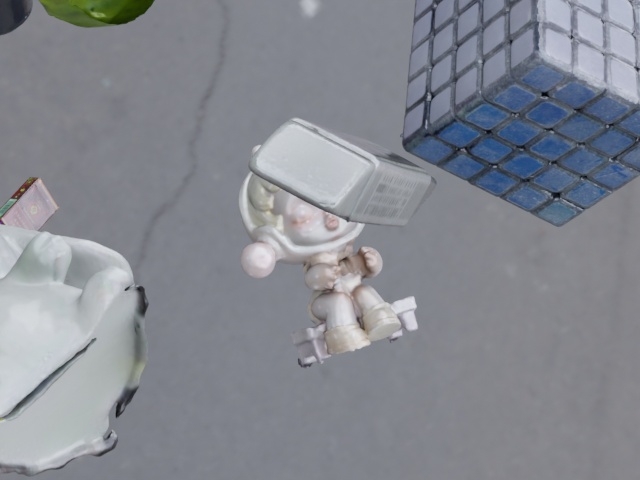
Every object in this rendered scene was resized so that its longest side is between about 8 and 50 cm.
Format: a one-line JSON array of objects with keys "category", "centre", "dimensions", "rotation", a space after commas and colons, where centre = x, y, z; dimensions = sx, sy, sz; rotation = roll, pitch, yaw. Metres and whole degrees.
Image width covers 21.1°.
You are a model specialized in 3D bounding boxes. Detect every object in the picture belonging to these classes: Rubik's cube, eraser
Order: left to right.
[{"category": "eraser", "centre": [0.027, -0.057, 1.482], "dimensions": [0.089, 0.061, 0.352], "rotation": [27, 5, 13]}, {"category": "Rubik's cube", "centre": [0.253, -0.193, 1.887], "dimensions": [0.237, 0.237, 0.238], "rotation": [24, 53, -27]}]

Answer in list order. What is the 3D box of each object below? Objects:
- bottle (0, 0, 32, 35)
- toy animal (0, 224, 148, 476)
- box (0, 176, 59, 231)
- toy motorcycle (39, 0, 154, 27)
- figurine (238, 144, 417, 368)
[{"category": "bottle", "centre": [-0.290, -0.275, 1.457], "dimensions": [0.082, 0.244, 0.072], "rotation": [-29, 63, -16]}, {"category": "toy animal", "centre": [-0.273, 0.077, 1.464], "dimensions": [0.289, 0.249, 0.174], "rotation": [58, -10, 36]}, {"category": "box", "centre": [-0.370, -0.034, 2.161], "dimensions": [0.082, 0.023, 0.051], "rotation": [-53, 130, -33]}, {"category": "toy motorcycle", "centre": [0.003, -0.214, 0.850], "dimensions": [0.326, 0.191, 0.200], "rotation": [-19, 102, -58]}, {"category": "figurine", "centre": [0.003, 0.000, 1.861], "dimensions": [0.144, 0.182, 0.257], "rotation": [76, -6, -82]}]
